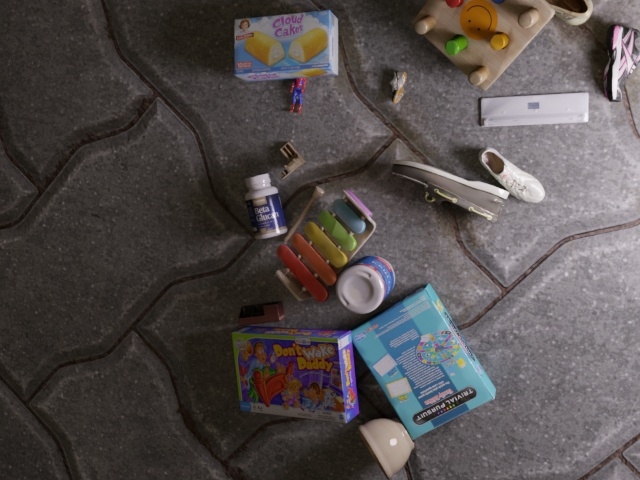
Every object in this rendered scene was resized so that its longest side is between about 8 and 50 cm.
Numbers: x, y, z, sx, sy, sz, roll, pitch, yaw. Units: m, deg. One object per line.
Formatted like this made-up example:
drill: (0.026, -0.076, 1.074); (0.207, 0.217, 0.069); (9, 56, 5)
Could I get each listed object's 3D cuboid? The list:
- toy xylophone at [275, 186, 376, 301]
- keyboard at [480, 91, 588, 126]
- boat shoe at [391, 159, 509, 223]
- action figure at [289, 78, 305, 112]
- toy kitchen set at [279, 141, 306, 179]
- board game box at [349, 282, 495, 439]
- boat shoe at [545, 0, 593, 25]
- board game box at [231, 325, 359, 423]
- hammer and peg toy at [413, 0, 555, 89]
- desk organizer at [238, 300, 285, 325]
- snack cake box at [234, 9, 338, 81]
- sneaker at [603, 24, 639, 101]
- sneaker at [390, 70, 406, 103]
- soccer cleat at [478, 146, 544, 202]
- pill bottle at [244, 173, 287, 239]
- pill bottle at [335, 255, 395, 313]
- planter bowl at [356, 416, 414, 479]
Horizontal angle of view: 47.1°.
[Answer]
toy xylophone: (0.000, 0.000, 1.952); (0.236, 0.081, 0.323); (39, 106, 27)
keyboard: (0.528, -0.324, 1.818); (0.255, 0.014, 0.072); (0, 94, 16)
boat shoe: (0.317, -0.129, 1.858); (0.304, 0.109, 0.091); (19, 99, 9)
action figure: (-0.061, -0.402, 1.968); (0.038, 0.030, 0.115); (11, 99, 17)
toy kitchen set: (-0.096, -0.215, 1.977); (0.068, 0.083, 0.075); (-40, 86, 17)
board game box: (0.268, 0.322, 1.959); (0.253, 0.079, 0.336); (-32, 89, 19)
boat shoe: (0.520, -0.614, 1.731); (0.285, 0.089, 0.105); (34, 107, 9)
board game box: (-0.073, 0.363, 2.026); (0.347, 0.078, 0.234); (-2, 99, 30)
hammer and peg toy: (0.341, -0.565, 1.728); (0.361, 0.127, 0.266); (46, 133, 5)
desk organizer: (-0.171, 0.208, 2.087); (0.130, 0.047, 0.050); (-9, 94, 17)
snack cake box: (-0.089, -0.505, 1.916); (0.264, 0.089, 0.152); (-1, 90, 16)
sneaker: (0.714, -0.414, 1.719); (0.077, 0.072, 0.178); (1, 105, 5)
sneaker: (0.195, -0.397, 1.895); (0.036, 0.032, 0.083); (20, 99, 26)
soccer cleat: (0.471, -0.159, 1.824); (0.196, 0.076, 0.068); (40, 107, 7)
pill bottle: (-0.154, -0.094, 2.008); (0.094, 0.094, 0.170); (-13, 95, 18)
pill bottle: (0.124, 0.105, 1.892); (0.124, 0.221, 0.124); (3, 100, 16)
planter bowl: (0.186, 0.548, 1.991); (0.109, 0.162, 0.162); (-31, 89, -8)
